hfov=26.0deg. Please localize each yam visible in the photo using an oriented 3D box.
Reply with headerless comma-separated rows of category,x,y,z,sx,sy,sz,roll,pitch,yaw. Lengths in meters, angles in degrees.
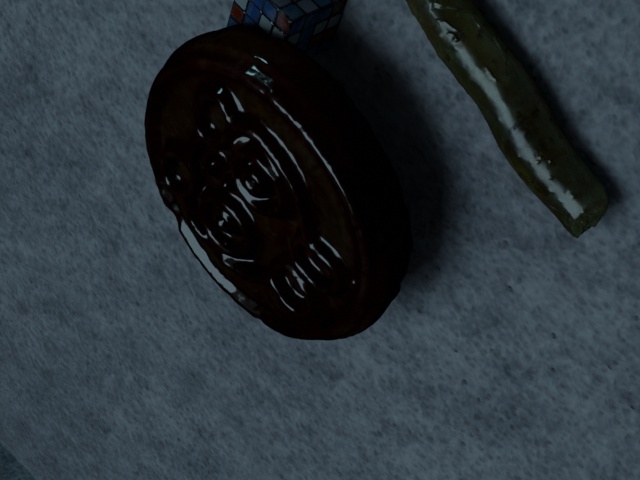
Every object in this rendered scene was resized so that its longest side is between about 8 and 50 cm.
yam,0.191,-0.145,1.426,0.317,0.067,0.071,56,176,5

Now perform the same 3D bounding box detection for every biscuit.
biscuit,-0.066,-0.055,1.655,0.407,0.091,0.407,30,139,31

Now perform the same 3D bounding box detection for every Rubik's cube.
Rubik's cube,-0.040,-0.265,1.611,0.092,0.092,0.092,47,145,18
